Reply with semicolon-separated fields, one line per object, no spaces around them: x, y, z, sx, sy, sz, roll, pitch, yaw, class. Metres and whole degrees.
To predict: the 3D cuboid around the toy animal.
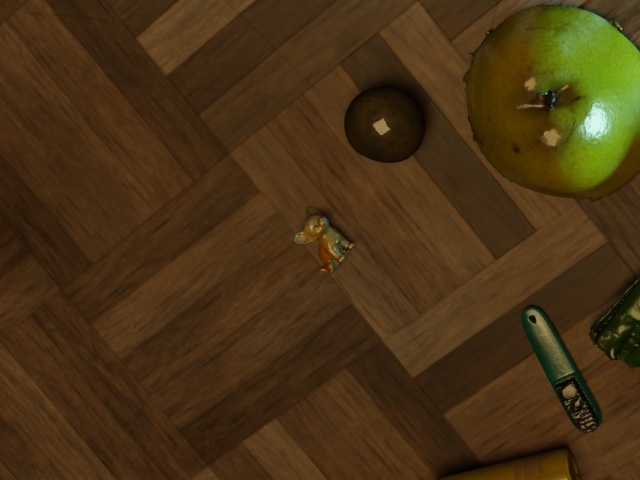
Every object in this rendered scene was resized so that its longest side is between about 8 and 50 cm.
0.000;0.000;2.021;0.083;0.060;0.081;39;147;0;toy animal

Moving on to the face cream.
0.218;0.352;2.056;0.273;0.078;0.078;-17;102;17;face cream

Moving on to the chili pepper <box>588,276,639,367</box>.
0.473;0.015;1.894;0.085;0.076;0.359;37;114;5;chili pepper

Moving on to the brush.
0.321;0.176;2.004;0.043;0.032;0.193;-26;101;19;brush

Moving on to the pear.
0.287;-0.150;1.840;0.267;0.178;0.267;6;111;15;pear

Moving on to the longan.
0.081;-0.145;1.934;0.106;0.106;0.119;28;150;4;longan
